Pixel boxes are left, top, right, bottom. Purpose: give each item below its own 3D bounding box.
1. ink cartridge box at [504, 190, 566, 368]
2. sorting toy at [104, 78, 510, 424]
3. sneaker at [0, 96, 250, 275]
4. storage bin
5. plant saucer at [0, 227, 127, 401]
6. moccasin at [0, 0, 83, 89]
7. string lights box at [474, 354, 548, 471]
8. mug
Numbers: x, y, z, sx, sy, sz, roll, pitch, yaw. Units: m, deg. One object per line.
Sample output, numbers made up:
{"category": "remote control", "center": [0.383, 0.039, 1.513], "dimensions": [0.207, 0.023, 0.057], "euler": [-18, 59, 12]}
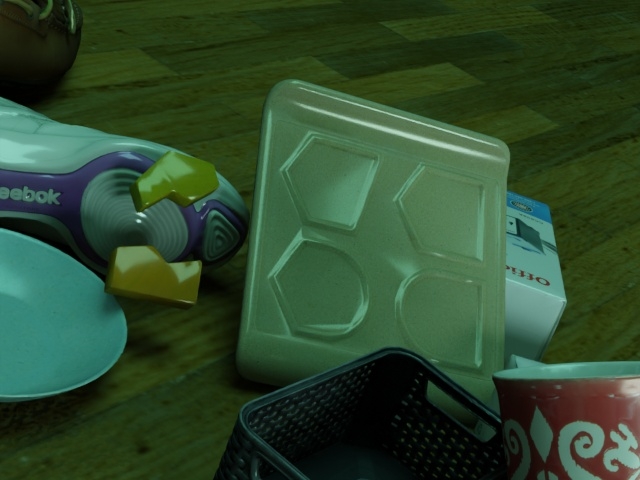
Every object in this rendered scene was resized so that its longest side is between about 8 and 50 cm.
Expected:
{"category": "ink cartridge box", "center": [0.130, 0.018, 1.092], "dimensions": [0.139, 0.082, 0.191], "euler": [19, 25, -5]}
{"category": "sorting toy", "center": [0.000, 0.000, 0.926], "dimensions": [0.307, 0.041, 0.229], "euler": [14, 69, -20]}
{"category": "sneaker", "center": [-0.200, -0.059, 0.948], "dimensions": [0.305, 0.114, 0.152], "euler": [14, 24, -17]}
{"category": "storage bin", "center": [0.030, 0.147, 0.765], "dimensions": [0.122, 0.084, 0.180], "euler": [36, 30, 27]}
{"category": "plant saucer", "center": [-0.223, 0.052, 0.807], "dimensions": [0.195, 0.037, 0.195], "euler": [17, 27, -9]}
{"category": "moccasin", "center": [-0.297, -0.219, 1.100], "dimensions": [0.139, 0.147, 0.380], "euler": [22, 10, 9]}
{"category": "string lights box", "center": [0.250, 0.175, 0.884], "dimensions": [0.259, 0.077, 0.133], "euler": [16, 26, -11]}
{"category": "mug", "center": [0.178, 0.158, 0.729], "dimensions": [0.150, 0.169, 0.113], "euler": [-2, -3, -23]}
